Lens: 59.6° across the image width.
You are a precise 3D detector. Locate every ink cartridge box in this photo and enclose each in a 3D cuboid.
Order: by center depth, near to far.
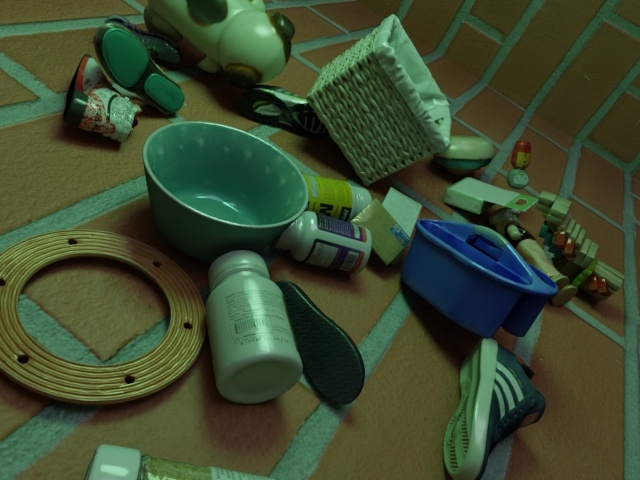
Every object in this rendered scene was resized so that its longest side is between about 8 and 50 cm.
[{"bbox_3d":[0.511,-0.120,1.672,0.235,0.056,0.171,24,29,28],"label":"ink cartridge box"}]

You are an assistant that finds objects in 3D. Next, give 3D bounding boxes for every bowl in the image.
[{"bbox_3d":[-0.195,-0.073,1.067,0.312,0.163,0.311,17,36,-13],"label":"bowl"}]

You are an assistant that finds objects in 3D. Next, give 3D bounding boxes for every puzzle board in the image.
[{"bbox_3d":[0.136,-0.020,1.262,0.128,0.011,0.096,49,61,-3],"label":"puzzle board"}]

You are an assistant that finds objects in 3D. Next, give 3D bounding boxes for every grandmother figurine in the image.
[{"bbox_3d":[0.579,0.022,1.577,0.208,0.104,0.342,47,16,-40],"label":"grandmother figurine"}]

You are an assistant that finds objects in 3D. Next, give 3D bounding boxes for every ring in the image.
[{"bbox_3d":[-0.342,0.107,0.856,0.337,0.032,0.336,19,35,-14],"label":"ring"}]

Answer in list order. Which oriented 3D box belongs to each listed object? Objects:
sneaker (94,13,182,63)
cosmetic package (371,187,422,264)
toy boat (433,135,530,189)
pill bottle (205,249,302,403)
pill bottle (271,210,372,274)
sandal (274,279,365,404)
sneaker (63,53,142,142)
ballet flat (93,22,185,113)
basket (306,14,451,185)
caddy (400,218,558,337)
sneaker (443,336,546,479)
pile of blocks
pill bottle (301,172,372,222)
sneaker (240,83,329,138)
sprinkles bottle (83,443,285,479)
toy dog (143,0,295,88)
[{"bbox_3d":[-0.495,-0.524,1.523,0.224,0.083,0.098,24,57,-4],"label":"sneaker"},{"bbox_3d":[0.180,-0.040,1.392,0.099,0.060,0.239,29,35,3],"label":"cosmetic package"},{"bbox_3d":[0.517,-0.256,1.802,0.318,0.148,0.267,14,17,36],"label":"toy boat"},{"bbox_3d":[-0.116,0.131,0.900,0.131,0.131,0.229,9,40,-28],"label":"pill bottle"},{"bbox_3d":[0.000,0.000,1.170,0.194,0.108,0.108,16,37,-20],"label":"pill bottle"},{"bbox_3d":[-0.003,0.168,0.978,0.254,0.097,0.054,52,14,28],"label":"sandal"},{"bbox_3d":[-0.479,-0.312,1.243,0.145,0.090,0.270,21,29,-31],"label":"sneaker"},{"bbox_3d":[-0.429,-0.386,1.264,0.106,0.107,0.316,32,-8,22],"label":"ballet flat"},{"bbox_3d":[0.168,-0.386,1.540,0.331,0.266,0.328,53,28,-22],"label":"basket"},{"bbox_3d":[0.337,0.060,1.203,0.241,0.179,0.341,6,23,-37],"label":"caddy"},{"bbox_3d":[0.323,0.307,0.994,0.148,0.131,0.350,30,34,7],"label":"sneaker"},{"bbox_3d":[0.694,0.038,1.565,0.362,0.149,0.113,54,44,-3],"label":"pile of blocks"},{"bbox_3d":[0.005,-0.085,1.271,0.209,0.119,0.119,6,41,-30],"label":"pill bottle"},{"bbox_3d":[-0.084,-0.385,1.602,0.300,0.111,0.121,15,34,-24],"label":"sneaker"},{"bbox_3d":[-0.102,0.335,0.659,0.355,0.121,0.121,18,36,-16],"label":"sprinkles bottle"},{"bbox_3d":[-0.254,-0.601,1.525,0.408,0.284,0.395,40,-8,4],"label":"toy dog"}]
